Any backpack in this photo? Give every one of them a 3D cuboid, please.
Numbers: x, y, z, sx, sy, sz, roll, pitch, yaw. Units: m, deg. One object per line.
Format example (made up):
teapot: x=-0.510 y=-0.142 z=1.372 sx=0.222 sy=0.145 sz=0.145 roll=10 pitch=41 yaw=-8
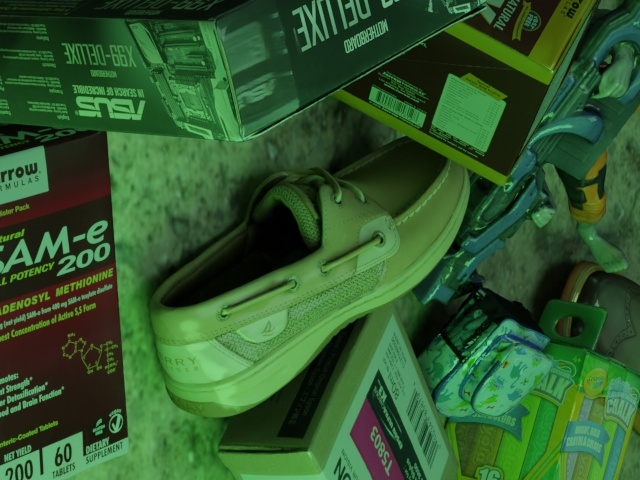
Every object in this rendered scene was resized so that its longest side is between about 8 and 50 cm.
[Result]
backpack: x=0.145 y=0.112 z=1.693 sx=0.114 sy=0.084 sz=0.105 roll=-45 pitch=146 yaw=14

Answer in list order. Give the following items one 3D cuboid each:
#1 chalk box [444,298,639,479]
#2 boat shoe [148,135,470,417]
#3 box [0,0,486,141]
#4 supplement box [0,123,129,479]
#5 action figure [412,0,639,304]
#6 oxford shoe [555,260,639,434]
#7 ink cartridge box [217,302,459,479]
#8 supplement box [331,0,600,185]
chalk box: x=0.214 y=0.159 z=1.780 sx=0.132 sy=0.132 sz=0.213 roll=24 pitch=79 yaw=-52
boat shoe: x=0.000 y=0.000 z=1.472 sx=0.341 sy=0.121 sz=0.110 roll=-43 pitch=131 yaw=-36
box: x=-0.090 y=-0.146 z=1.166 sx=0.242 sy=0.307 sz=0.076 roll=-34 pitch=121 yaw=-43
supplement box: x=-0.204 y=0.046 z=1.263 sx=0.130 sy=0.073 sz=0.239 roll=-21 pitch=114 yaw=-47
action figure: x=0.196 y=-0.091 z=1.723 sx=0.341 sy=0.178 sz=0.330 roll=-48 pitch=135 yaw=9
oxford shoe: x=0.360 y=0.122 z=1.955 sx=0.364 sy=0.133 sz=0.130 roll=36 pitch=71 yaw=-50
ink cartridge box: x=0.023 y=0.180 z=1.542 sx=0.234 sy=0.088 sz=0.193 roll=67 pitch=34 yaw=-37
supplement box: x=0.104 y=-0.175 z=1.445 sx=0.129 sy=0.191 sz=0.194 roll=-58 pitch=173 yaw=-24
